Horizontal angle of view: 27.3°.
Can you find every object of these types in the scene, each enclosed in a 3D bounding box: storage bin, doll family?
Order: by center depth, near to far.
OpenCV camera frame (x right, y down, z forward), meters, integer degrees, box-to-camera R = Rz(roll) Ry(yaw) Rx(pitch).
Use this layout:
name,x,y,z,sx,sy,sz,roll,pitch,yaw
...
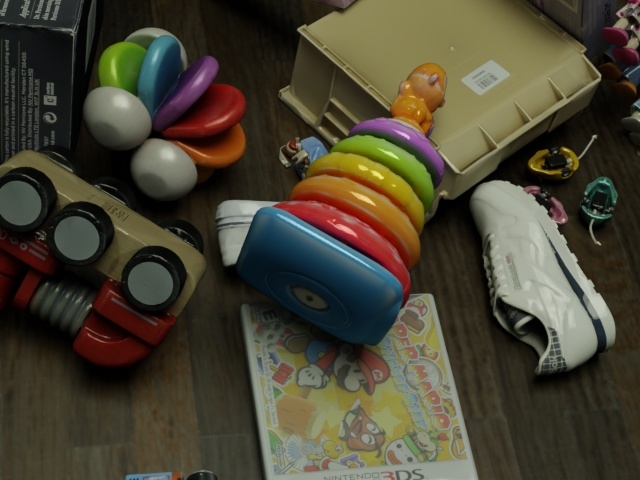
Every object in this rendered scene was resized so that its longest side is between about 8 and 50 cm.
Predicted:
name,x,y,z,sx,sy,sz,roll,pitch,yaw
storage bin,0.140,-0.183,1.523,0.262,0.123,0.260,-34,66,-29
doll family,0.407,-0.220,1.567,0.163,0.263,0.118,-47,29,-20

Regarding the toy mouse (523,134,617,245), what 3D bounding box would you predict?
name,x,y,z,sx,sy,sz,roll,pitch,yaw
toy mouse,0.280,-0.041,1.498,0.161,0.031,0.143,-16,58,-20

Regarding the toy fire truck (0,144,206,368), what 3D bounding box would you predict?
name,x,y,z,sx,sy,sz,roll,pitch,yaw
toy fire truck,-0.260,0.067,1.266,0.217,0.246,0.158,32,19,-5

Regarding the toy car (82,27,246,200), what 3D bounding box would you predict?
name,x,y,z,sx,sy,sz,roll,pitch,yaw
toy car,-0.151,-0.144,1.403,0.182,0.136,0.159,49,43,-24

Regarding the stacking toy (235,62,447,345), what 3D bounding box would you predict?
name,x,y,z,sx,sy,sz,roll,pitch,yaw
stacking toy,0.057,-0.060,1.317,0.166,0.175,0.301,30,64,1

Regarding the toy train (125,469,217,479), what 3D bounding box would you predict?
name,x,y,z,sx,sy,sz,roll,pitch,yaw
toy train,-0.125,0.290,1.158,0.105,0.080,0.184,-4,56,-2

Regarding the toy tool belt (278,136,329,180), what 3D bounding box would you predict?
name,x,y,z,sx,sy,sz,roll,pitch,yaw
toy tool belt,-0.009,-0.093,1.473,0.052,0.051,0.083,-25,61,-25

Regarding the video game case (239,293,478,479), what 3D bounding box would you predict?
name,x,y,z,sx,sy,sz,roll,pitch,yaw
video game case,0.035,0.156,1.313,0.206,0.026,0.227,-3,54,-12

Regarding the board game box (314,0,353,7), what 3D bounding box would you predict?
name,x,y,z,sx,sy,sz,roll,pitch,yaw
board game box,-0.105,-0.438,1.483,0.319,0.318,0.066,20,50,37

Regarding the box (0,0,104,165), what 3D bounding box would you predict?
name,x,y,z,sx,sy,sz,roll,pitch,yaw
box,-0.397,-0.245,1.392,0.313,0.179,0.343,6,38,-6

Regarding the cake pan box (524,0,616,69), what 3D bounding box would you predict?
name,x,y,z,sx,sy,sz,roll,pitch,yaw
cake pan box,0.240,-0.327,1.560,0.070,0.267,0.246,-45,67,-7

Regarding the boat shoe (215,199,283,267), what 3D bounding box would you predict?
name,x,y,z,sx,sy,sz,roll,pitch,yaw
boat shoe,0.000,0.000,1.403,0.226,0.083,0.075,0,81,-9

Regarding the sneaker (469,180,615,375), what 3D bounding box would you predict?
name,x,y,z,sx,sy,sz,roll,pitch,yaw
sneaker,0.214,0.035,1.402,0.095,0.090,0.235,-24,59,-14
